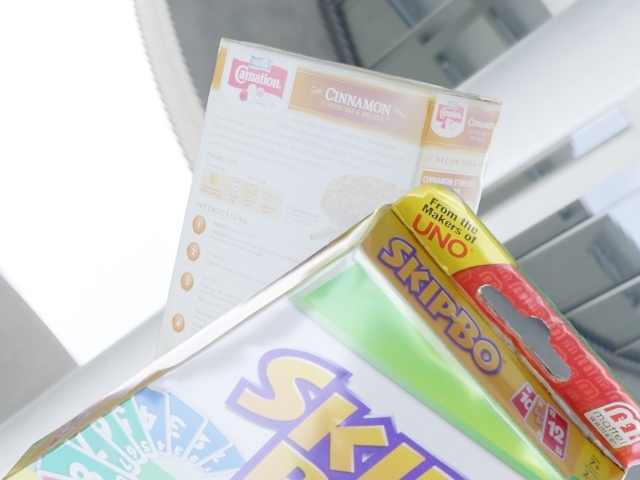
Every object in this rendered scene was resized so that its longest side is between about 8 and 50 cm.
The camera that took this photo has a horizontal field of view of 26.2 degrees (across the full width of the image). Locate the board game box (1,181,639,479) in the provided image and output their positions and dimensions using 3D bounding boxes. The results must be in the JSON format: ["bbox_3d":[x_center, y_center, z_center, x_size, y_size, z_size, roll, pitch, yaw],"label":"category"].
[{"bbox_3d":[-0.008,0.084,0.513,0.124,0.259,0.039,48,-141,-9],"label":"board game box"}]

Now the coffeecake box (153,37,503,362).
[{"bbox_3d":[0.000,0.000,0.722,0.068,0.142,0.185,1,-76,-52],"label":"coffeecake box"}]
